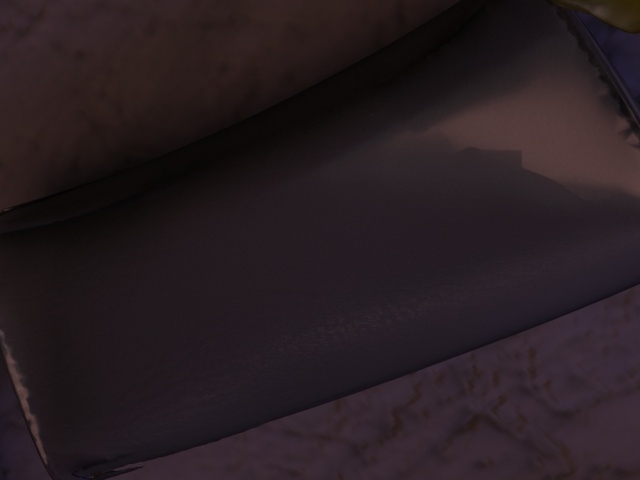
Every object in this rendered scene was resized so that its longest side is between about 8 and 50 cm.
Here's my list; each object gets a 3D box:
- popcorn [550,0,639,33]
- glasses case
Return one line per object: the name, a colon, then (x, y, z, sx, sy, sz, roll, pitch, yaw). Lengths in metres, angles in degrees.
popcorn: (0.117, -0.137, 0.440, 0.198, 0.212, 0.198, -8, 145, -6)
glasses case: (-0.001, -0.002, 0.622, 0.308, 0.083, 0.128, -22, 100, 29)
